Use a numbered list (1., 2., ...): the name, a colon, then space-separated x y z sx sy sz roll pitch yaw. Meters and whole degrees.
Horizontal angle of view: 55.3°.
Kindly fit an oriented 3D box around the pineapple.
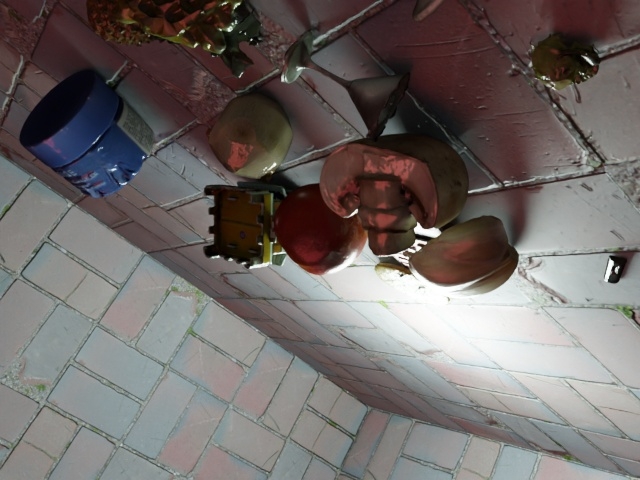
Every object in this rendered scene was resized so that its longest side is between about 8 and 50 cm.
1. pineapple: -0.241 -0.355 1.023 0.277 0.119 0.130 17 142 8

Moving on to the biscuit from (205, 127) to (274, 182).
1. biscuit: -0.190 -0.204 1.464 0.184 0.027 0.133 29 160 6

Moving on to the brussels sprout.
1. brussels sprout: 0.305 -0.218 0.762 0.085 0.058 0.085 10 151 5

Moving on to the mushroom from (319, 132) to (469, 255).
1. mushroom: 0.144 -0.089 1.056 0.254 0.189 0.195 13 118 44

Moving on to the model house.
1. model house: -0.155 -0.044 1.517 0.224 0.198 0.215 9 -170 41

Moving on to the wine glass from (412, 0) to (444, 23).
1. wine glass: 0.034 -0.377 0.633 0.321 0.143 0.143 37 158 -12

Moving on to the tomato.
1. tomato: 0.012 -0.008 1.383 0.233 0.200 0.139 43 -162 -37

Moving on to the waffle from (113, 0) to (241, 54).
1. waffle: -0.211 -0.390 0.883 0.223 0.054 0.204 20 118 8

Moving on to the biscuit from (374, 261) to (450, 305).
1. biscuit: 0.241 0.116 1.614 0.220 0.033 0.220 26 165 7

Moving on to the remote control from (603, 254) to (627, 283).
1. remote control: 0.544 0.056 1.132 0.034 0.016 0.091 14 155 25

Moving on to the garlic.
1. garlic: 0.287 0.054 1.247 0.228 0.110 0.217 -13 147 30

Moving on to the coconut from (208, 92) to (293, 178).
1. coconut: -0.143 -0.200 1.223 0.161 0.162 0.161 26 158 11

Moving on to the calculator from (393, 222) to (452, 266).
1. calculator: 0.227 0.006 1.389 0.220 0.048 0.329 14 157 32

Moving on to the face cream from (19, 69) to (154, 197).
1. face cream: -0.571 -0.258 1.521 0.249 0.249 0.225 9 154 42

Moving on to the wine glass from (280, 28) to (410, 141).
1. wine glass: 0.037 -0.251 0.959 0.183 0.122 0.122 32 160 7
